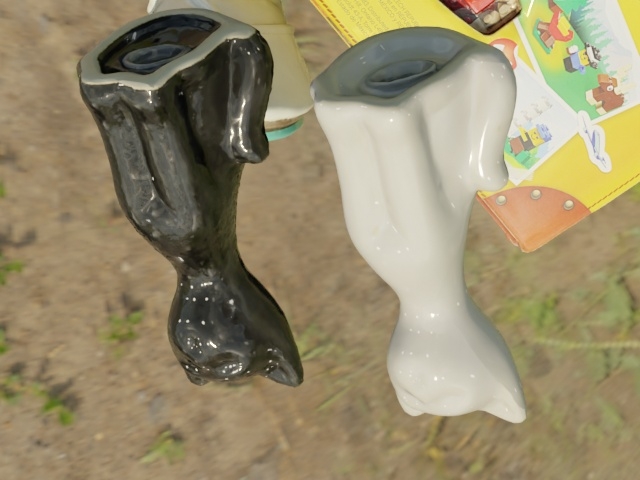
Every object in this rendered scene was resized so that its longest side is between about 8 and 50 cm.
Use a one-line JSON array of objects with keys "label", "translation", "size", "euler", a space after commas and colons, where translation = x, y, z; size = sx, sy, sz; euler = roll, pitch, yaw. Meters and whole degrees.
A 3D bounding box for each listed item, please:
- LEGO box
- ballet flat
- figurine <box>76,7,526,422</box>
[{"label": "LEGO box", "translation": [0.056, -0.293, 1.387], "size": [0.193, 0.372, 0.500], "euler": [-35, 116, 14]}, {"label": "ballet flat", "translation": [-0.078, -0.155, 1.382], "size": [0.139, 0.400, 0.139], "euler": [-1, 100, -4]}, {"label": "figurine", "translation": [0.000, 0.000, 0.928], "size": [0.215, 0.092, 0.209], "euler": [8, 125, 28]}]
